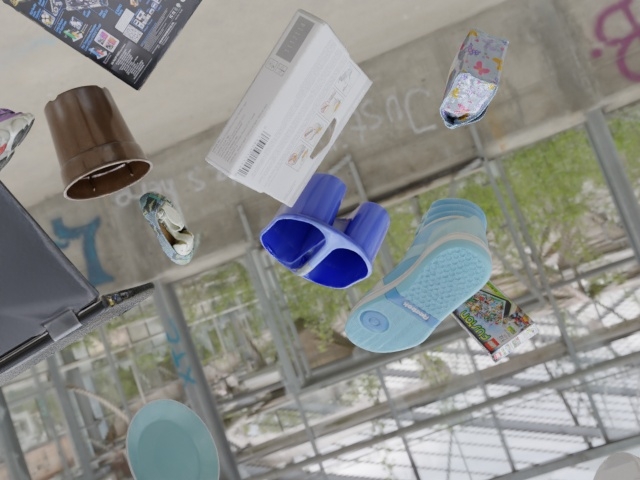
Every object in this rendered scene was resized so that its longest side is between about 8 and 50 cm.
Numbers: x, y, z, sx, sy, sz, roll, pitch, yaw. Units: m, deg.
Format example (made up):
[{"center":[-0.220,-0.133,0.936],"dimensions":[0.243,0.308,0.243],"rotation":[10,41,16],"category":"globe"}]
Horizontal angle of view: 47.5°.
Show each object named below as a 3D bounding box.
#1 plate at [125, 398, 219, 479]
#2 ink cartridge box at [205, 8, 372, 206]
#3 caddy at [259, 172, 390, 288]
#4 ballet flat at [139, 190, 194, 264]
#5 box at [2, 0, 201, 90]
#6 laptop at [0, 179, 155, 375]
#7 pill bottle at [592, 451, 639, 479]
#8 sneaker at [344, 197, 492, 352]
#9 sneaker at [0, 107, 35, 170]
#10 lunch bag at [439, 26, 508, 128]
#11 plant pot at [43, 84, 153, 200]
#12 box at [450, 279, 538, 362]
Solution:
[{"center":[-0.236,0.343,1.154],"dimensions":[0.024,0.188,0.188],"rotation":[-33,170,28],"category":"plate"},{"center":[-0.047,-0.221,1.299],"dimensions":[0.296,0.066,0.261],"rotation":[-57,158,3],"category":"ink cartridge box"},{"center":[0.000,0.000,1.627],"dimensions":[0.179,0.241,0.341],"rotation":[-62,-170,-22],"category":"caddy"},{"center":[-0.284,-0.017,1.410],"dimensions":[0.070,0.070,0.188],"rotation":[-21,133,9],"category":"ballet flat"},{"center":[-0.356,-0.430,1.195],"dimensions":[0.295,0.293,0.073],"rotation":[-39,-154,43],"category":"box"},{"center":[-0.417,0.063,0.709],"dimensions":[0.382,0.236,0.408],"rotation":[-31,-179,-2],"category":"laptop"},{"center":[0.466,0.358,0.936],"dimensions":[0.124,0.222,0.124],"rotation":[-60,-170,17],"category":"pill bottle"},{"center":[0.175,0.053,1.260],"dimensions":[0.319,0.127,0.208],"rotation":[-40,-162,36],"category":"sneaker"},{"center":[-0.247,-0.074,0.489],"dimensions":[0.068,0.071,0.170],"rotation":[-51,-168,5],"category":"sneaker"},{"center":[0.157,-0.165,0.759],"dimensions":[0.053,0.071,0.083],"rotation":[21,149,-4],"category":"lunch bag"},{"center":[-0.414,-0.181,1.326],"dimensions":[0.167,0.165,0.167],"rotation":[-23,172,-3],"category":"plant pot"},{"center":[0.356,0.158,1.558],"dimensions":[0.114,0.036,0.207],"rotation":[-36,-140,-2],"category":"box"}]
